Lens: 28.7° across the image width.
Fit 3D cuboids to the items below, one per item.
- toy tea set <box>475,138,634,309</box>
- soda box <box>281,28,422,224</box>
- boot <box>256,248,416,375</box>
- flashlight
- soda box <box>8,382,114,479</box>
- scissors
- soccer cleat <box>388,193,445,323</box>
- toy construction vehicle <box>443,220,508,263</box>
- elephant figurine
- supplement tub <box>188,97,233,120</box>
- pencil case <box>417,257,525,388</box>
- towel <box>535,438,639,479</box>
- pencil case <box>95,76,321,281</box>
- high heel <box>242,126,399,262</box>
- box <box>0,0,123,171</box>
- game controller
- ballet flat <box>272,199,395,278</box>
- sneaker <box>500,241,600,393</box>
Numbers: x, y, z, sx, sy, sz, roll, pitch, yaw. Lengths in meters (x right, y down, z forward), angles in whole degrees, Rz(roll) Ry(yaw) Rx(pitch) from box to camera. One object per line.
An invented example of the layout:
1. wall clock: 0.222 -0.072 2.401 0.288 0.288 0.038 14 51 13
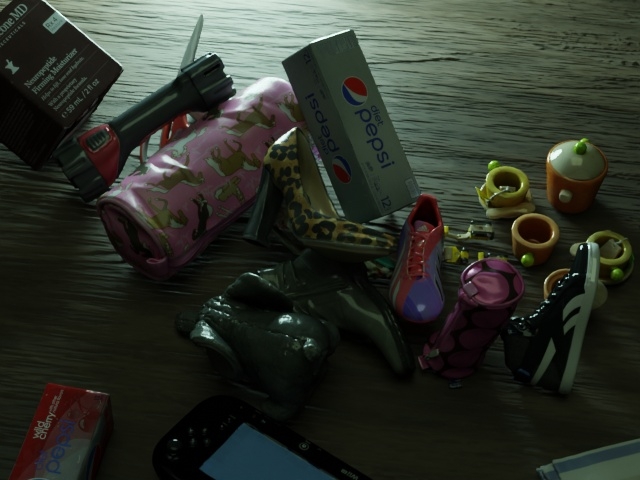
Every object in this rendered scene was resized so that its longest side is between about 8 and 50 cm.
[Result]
1. toy tea set: 0.376 -0.030 1.903 0.199 0.124 0.336 -12 50 -10
2. soda box: 0.048 -0.172 1.935 0.091 0.098 0.286 -24 92 -32
3. boot: 0.020 0.117 1.811 0.161 0.083 0.247 -32 74 4
4. flashlight: -0.277 -0.181 2.004 0.304 0.103 0.103 -34 22 -9
5. soda box: -0.351 0.319 1.627 0.092 0.083 0.263 9 49 7
6. scissors: -0.246 -0.244 2.085 0.109 0.021 0.297 -8 67 18
7. soccer cleat: 0.146 0.027 1.839 0.083 0.095 0.248 5 33 6
8. toy construction vehicle: 0.237 0.014 1.929 0.098 0.035 0.086 1 57 -1
9. elephant figurine: -0.107 0.131 1.722 0.239 0.186 0.169 30 27 10
10. supplement tub: -0.179 -0.221 2.103 0.071 0.071 0.107 -35 59 -26
11. pencil case: 0.206 0.112 1.726 0.098 0.209 0.095 -5 54 -18
12. towel: 0.425 0.385 1.606 0.209 0.034 0.285 -12 52 -13
13. pencil case: -0.166 -0.098 1.944 0.386 0.160 0.167 -40 28 -29
14. high heel: 0.016 -0.070 1.775 0.261 0.093 0.186 9 75 34
15. box: -0.464 -0.258 2.022 0.203 0.167 0.168 40 55 -9
16. game controller: -0.061 0.319 1.639 0.319 0.067 0.166 28 55 21
17. ballet flat: 0.000 0.000 1.902 0.241 0.077 0.091 36 13 3
18. sneaker: 0.315 0.099 1.754 0.121 0.079 0.217 12 92 7
